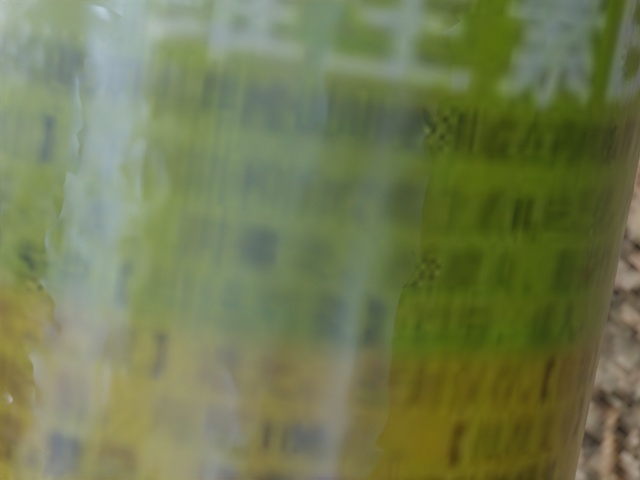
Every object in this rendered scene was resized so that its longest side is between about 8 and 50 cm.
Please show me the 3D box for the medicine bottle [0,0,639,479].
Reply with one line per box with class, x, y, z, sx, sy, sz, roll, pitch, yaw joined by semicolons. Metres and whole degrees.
medicine bottle;-0.012;-0.075;0.571;0.224;0.224;0.384;16;102;38
